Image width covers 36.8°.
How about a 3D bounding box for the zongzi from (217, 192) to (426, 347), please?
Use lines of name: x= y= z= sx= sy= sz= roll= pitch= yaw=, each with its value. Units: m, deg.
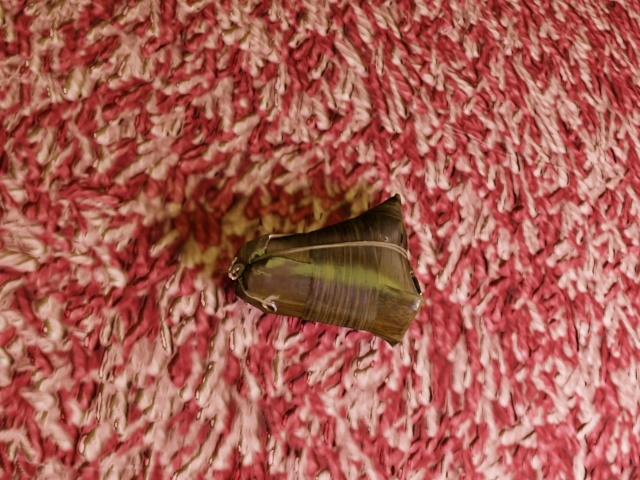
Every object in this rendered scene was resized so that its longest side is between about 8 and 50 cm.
zongzi: x=0.000 y=0.000 z=0.932 sx=0.187 sy=0.084 sz=0.184 roll=14 pitch=45 yaw=-14
